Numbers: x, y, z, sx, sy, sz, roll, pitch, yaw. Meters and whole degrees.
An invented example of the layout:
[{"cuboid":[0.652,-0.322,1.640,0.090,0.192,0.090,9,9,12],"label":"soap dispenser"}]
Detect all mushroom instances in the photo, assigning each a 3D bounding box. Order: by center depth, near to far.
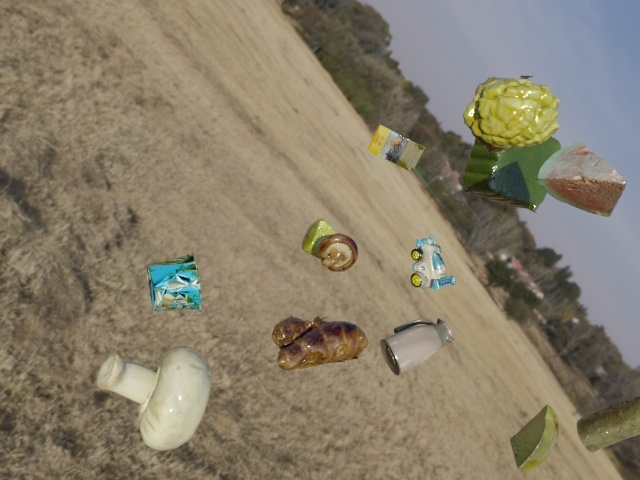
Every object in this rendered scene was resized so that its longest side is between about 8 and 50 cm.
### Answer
[{"cuboid":[0.055,0.037,1.597,0.127,0.127,0.087,46,15,-27],"label":"mushroom"},{"cuboid":[-0.456,0.457,1.625,0.315,0.315,0.356,-111,-176,-46],"label":"mushroom"}]

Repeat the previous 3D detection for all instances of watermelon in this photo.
[{"cuboid":[0.607,-0.114,1.230,0.207,0.136,0.202,48,21,-9],"label":"watermelon"}]

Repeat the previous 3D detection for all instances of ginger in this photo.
[{"cuboid":[-0.009,0.399,2.203,0.418,0.176,0.254,-4,40,-23],"label":"ginger"}]

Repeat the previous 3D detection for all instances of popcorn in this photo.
[{"cuboid":[0.360,-0.242,1.002,0.173,0.174,0.142,-63,138,-74],"label":"popcorn"}]

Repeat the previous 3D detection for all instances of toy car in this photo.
[{"cuboid":[0.350,0.071,1.640,0.126,0.098,0.161,-8,98,-41],"label":"toy car"}]

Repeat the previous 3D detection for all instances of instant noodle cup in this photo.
[{"cuboid":[-0.572,0.173,2.084,0.240,0.178,0.240,172,-90,-68],"label":"instant noodle cup"}]

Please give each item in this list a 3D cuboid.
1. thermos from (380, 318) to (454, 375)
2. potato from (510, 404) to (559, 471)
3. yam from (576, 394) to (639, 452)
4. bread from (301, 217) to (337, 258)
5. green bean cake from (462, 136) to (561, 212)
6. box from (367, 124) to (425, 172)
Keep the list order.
[{"cuboid":[0.265,0.274,1.480,0.137,0.193,0.105,47,-24,55],"label":"thermos"},{"cuboid":[0.551,0.506,1.322,0.081,0.149,0.120,35,19,-1],"label":"potato"},{"cuboid":[0.815,0.475,1.420,0.093,0.259,0.093,27,40,-26],"label":"yam"},{"cuboid":[0.000,0.000,1.829,0.114,0.129,0.111,37,-21,-18],"label":"bread"},{"cuboid":[0.595,-0.237,1.669,0.250,0.247,0.156,15,4,-27],"label":"green bean cake"},{"cuboid":[0.229,-0.279,1.626,0.155,0.087,0.023,27,14,2],"label":"box"}]
